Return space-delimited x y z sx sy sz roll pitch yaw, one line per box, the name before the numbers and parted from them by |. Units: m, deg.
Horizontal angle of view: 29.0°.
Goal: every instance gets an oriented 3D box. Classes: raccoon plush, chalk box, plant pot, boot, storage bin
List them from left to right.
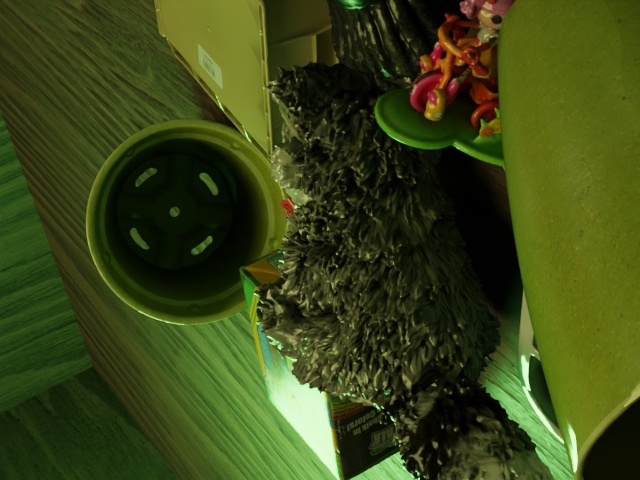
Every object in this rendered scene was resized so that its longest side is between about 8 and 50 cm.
plant pot | -0.196 -0.035 1.760 0.276 0.276 0.254 67 172 -9
storage bin | -0.072 -0.249 1.344 0.262 0.123 0.260 49 156 32
boot | 0.025 -0.230 0.961 0.348 0.131 0.260 -88 -25 -62
chalk box | 0.041 0.145 1.469 0.179 0.180 0.289 43 150 43
raccoon plush | 0.105 0.010 1.139 0.446 0.216 0.299 35 135 42
plant pot | 0.225 -0.034 0.750 0.274 0.275 0.293 96 158 -56

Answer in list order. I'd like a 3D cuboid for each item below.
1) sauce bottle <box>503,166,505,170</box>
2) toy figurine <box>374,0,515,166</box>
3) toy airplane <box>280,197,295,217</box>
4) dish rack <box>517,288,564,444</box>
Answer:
sauce bottle | 0.175 -0.077 1.075 0.128 0.042 0.042 66 160 1
toy figurine | 0.138 -0.154 0.933 0.159 0.173 0.130 104 154 -42
toy airplane | 0.000 0.000 1.607 0.151 0.028 0.151 49 156 31
dish rack | 0.295 0.131 0.994 0.333 0.072 0.285 47 153 38
